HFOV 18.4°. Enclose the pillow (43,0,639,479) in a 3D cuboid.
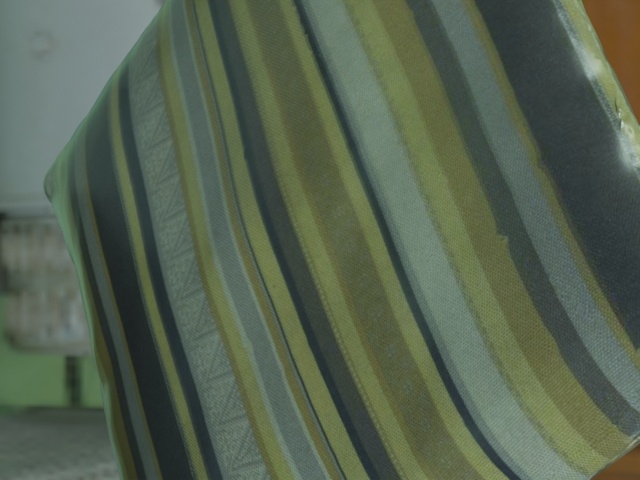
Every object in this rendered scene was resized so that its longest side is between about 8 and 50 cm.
[{"bbox_3d":[0.000,0.000,0.485,0.052,0.212,0.208,8,49,-36],"label":"pillow"}]
